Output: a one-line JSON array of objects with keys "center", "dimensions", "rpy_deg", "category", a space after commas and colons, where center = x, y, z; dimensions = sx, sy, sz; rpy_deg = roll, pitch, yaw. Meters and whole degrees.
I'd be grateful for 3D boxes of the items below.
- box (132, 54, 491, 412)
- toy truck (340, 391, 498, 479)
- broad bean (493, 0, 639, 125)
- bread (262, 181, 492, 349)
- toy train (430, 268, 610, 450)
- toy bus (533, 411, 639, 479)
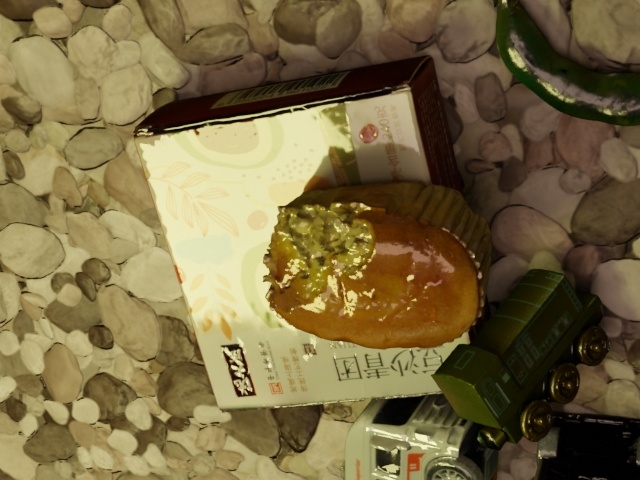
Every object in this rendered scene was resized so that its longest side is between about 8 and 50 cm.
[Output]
[{"center": [0.000, 0.000, 1.626], "dimensions": [0.345, 0.122, 0.385], "rpy_deg": [-8, 111, 21], "category": "box"}, {"center": [0.126, 0.352, 1.716], "dimensions": [0.207, 0.173, 0.387], "rpy_deg": [12, 120, 23], "category": "toy truck"}, {"center": [0.310, -0.196, 1.475], "dimensions": [0.292, 0.049, 0.144], "rpy_deg": [25, 118, 7], "category": "broad bean"}, {"center": [0.063, 0.028, 1.476], "dimensions": [0.250, 0.133, 0.179], "rpy_deg": [9, 119, 14], "category": "bread"}, {"center": [0.240, 0.131, 1.559], "dimensions": [0.090, 0.225, 0.137], "rpy_deg": [8, 140, 53], "category": "toy train"}, {"center": [0.313, 0.350, 1.577], "dimensions": [0.143, 0.305, 0.179], "rpy_deg": [4, 117, 16], "category": "toy bus"}]
